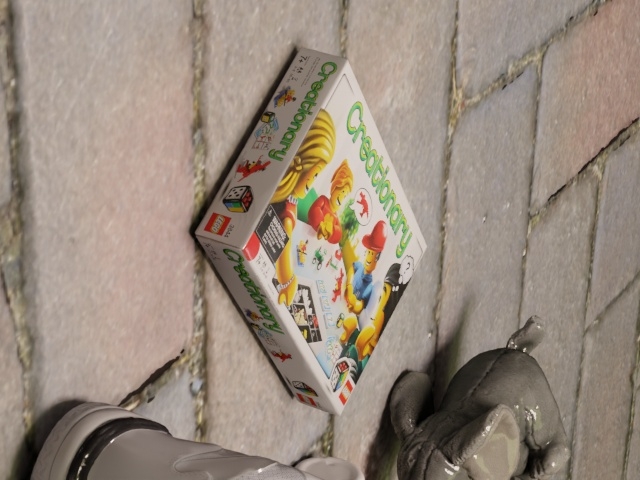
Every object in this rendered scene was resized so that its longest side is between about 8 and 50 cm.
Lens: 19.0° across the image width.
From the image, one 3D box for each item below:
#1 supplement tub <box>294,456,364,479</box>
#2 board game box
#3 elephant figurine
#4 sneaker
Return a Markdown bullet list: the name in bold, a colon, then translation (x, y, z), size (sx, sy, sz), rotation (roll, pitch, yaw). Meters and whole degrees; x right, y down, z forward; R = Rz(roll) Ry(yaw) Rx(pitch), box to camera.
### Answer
- **supplement tub**: translation (0.003, 0.266, 1.813), size (0.071, 0.071, 0.107), rotation (-30, 131, -54)
- **board game box**: translation (0.000, 0.000, 1.664), size (0.193, 0.053, 0.305), rotation (-62, 152, -21)
- **elephant figurine**: translation (0.142, 0.211, 1.962), size (0.239, 0.169, 0.186), rotation (-14, 76, -50)
- **sneaker**: translation (-0.065, 0.243, 1.507), size (0.137, 0.210, 0.366), rotation (-66, 153, -12)
